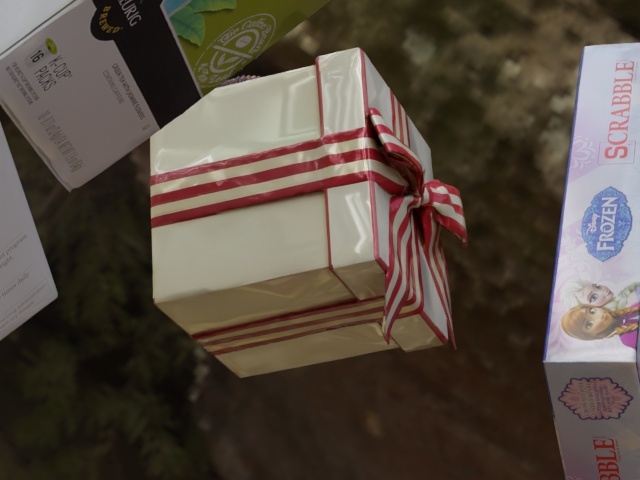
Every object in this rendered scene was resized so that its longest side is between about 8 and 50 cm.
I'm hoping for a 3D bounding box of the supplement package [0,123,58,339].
[{"bbox_3d":[-0.244,-0.049,0.905,0.139,0.134,0.244,28,-36,35],"label":"supplement package"}]

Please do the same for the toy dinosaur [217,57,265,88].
[{"bbox_3d":[-0.092,-0.144,2.086,0.127,0.200,0.295,23,13,41],"label":"toy dinosaur"}]

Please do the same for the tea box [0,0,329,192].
[{"bbox_3d":[-0.148,-0.275,1.210,0.329,0.323,0.220,51,-5,19],"label":"tea box"}]

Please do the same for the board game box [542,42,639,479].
[{"bbox_3d":[0.230,0.074,1.402,0.066,0.319,0.318,-1,-45,16],"label":"board game box"}]

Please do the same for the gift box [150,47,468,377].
[{"bbox_3d":[0.000,0.000,1.818,0.258,0.276,0.255,-13,-22,17],"label":"gift box"}]
